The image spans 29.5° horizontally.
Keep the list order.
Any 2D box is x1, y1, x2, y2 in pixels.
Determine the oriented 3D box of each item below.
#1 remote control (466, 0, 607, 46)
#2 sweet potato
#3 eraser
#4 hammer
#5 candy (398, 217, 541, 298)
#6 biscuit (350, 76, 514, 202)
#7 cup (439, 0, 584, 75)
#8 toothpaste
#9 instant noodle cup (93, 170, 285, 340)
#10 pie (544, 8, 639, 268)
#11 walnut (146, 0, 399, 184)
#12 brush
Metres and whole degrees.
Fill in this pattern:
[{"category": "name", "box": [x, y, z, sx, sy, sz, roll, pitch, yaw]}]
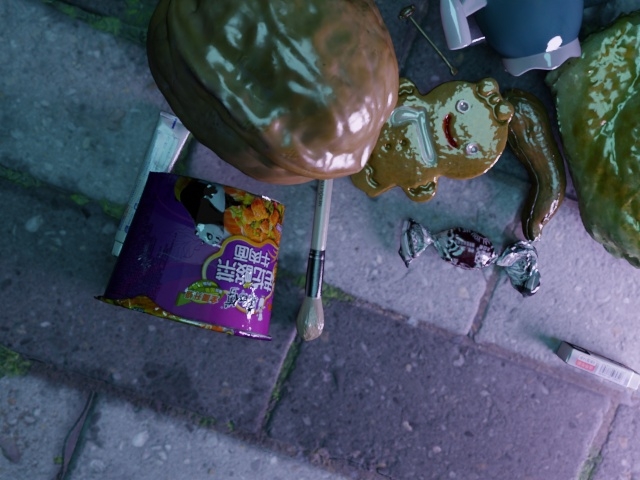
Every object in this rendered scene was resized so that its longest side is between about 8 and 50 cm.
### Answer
[{"category": "remote control", "box": [0.374, -0.388, 1.759, 0.378, 0.044, 0.107, -19, 95, -4]}, {"category": "sweet potato", "box": [0.314, -0.115, 1.783, 0.081, 0.062, 0.233, -12, 103, 15]}, {"category": "eraser", "box": [0.420, 0.188, 1.839, 0.122, 0.052, 0.029, 22, 96, -10]}, {"category": "hammer", "box": [0.159, -0.289, 1.765, 0.029, 0.014, 0.123, -39, 103, 9]}, {"category": "candy", "box": [0.222, 0.023, 1.795, 0.226, 0.051, 0.094, 18, 98, -9]}, {"category": "biscuit", "box": [0.156, -0.148, 1.744, 0.249, 0.035, 0.184, -10, 100, 8]}, {"category": "cup", "box": [0.284, -0.323, 1.657, 0.300, 0.167, 0.173, -27, 108, -28]}, {"category": "toothpaste", "box": [-0.245, -0.076, 1.739, 0.052, 0.033, 0.218, 23, 92, -10]}, {"category": "instant noodle cup", "box": [-0.165, 0.018, 1.665, 0.251, 0.251, 0.190, 14, 87, -8]}, {"category": "pie", "box": [0.539, -0.143, 1.751, 0.418, 0.180, 0.395, -6, 97, 2]}, {"category": "walnut", "box": [-0.053, -0.228, 1.603, 0.306, 0.306, 0.344, -35, 94, -1]}, {"category": "brush", "box": [0.000, 0.000, 1.778, 0.042, 0.039, 0.299, 7, 94, -11]}]
